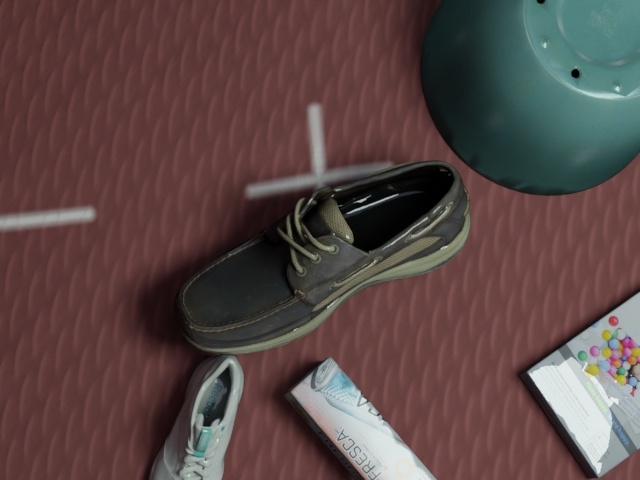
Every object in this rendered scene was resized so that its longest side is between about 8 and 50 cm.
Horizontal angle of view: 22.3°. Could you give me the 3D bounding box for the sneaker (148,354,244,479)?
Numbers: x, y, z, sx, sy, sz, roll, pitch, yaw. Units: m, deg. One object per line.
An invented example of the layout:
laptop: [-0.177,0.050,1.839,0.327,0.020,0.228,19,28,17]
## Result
sneaker: [-0.131,0.221,1.725,0.080,0.094,0.212,15,79,-8]

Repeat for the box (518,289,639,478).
box: [0.342,0.159,1.841,0.186,0.038,0.145,-33,87,-14]

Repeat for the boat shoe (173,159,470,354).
boat shoe: [0.000,0.000,1.748,0.355,0.130,0.132,-26,59,-17]

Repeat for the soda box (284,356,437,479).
soda box: [0.043,0.216,1.772,0.063,0.058,0.183,-41,90,-13]

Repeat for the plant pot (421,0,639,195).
plant pot: [0.280,-0.214,1.792,0.293,0.235,0.293,2,80,-10]
